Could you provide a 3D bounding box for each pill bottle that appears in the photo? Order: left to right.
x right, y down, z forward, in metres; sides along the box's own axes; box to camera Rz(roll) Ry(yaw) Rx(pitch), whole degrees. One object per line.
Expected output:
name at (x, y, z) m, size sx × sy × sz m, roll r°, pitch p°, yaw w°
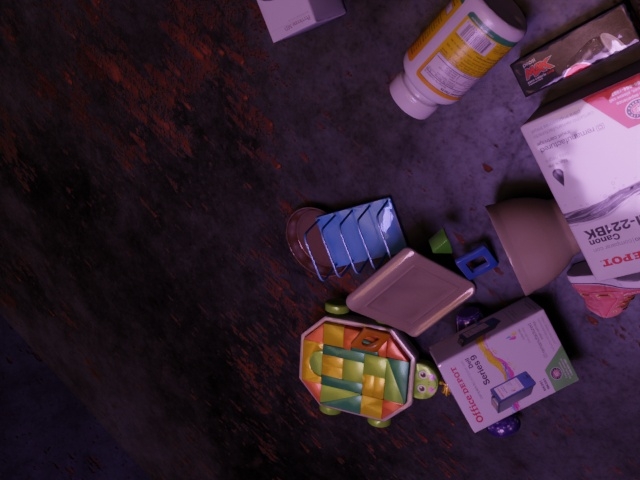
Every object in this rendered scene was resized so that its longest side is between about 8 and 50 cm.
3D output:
pill bottle at (0.204, -0.288, 0.900) m, size 0.118 × 0.117 × 0.208 m, roll 48°, pitch 133°, yaw 3°

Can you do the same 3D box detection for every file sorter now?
file sorter at (0.069, 0.002, 1.154) m, size 0.170 × 0.104 × 0.118 m, roll -14°, pitch 106°, yaw 27°

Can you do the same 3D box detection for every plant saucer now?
plant saucer at (0.000, 0.000, 1.280) m, size 0.168 × 0.029 × 0.169 m, roll 18°, pitch 124°, yaw 28°

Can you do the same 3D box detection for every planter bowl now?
planter bowl at (0.352, -0.005, 0.946) m, size 0.109 × 0.162 × 0.162 m, roll -25°, pitch 100°, yaw 16°

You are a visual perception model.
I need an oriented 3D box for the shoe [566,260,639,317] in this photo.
shoe at (0.480, 0.077, 0.919) m, size 0.081 × 0.063 × 0.178 m, roll 56°, pitch 161°, yaw -10°

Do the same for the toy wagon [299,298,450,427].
toy wagon at (0.119, 0.280, 1.279) m, size 0.344 × 0.068 × 0.268 m, roll 8°, pitch 105°, yaw 22°

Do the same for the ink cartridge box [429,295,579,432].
ink cartridge box at (0.328, 0.224, 1.053) m, size 0.212 × 0.093 × 0.154 m, roll -28°, pitch 99°, yaw 6°

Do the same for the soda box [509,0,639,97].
soda box at (0.366, -0.273, 0.833) m, size 0.168 × 0.053 × 0.060 m, roll -23°, pitch 100°, yaw 43°

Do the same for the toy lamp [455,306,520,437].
toy lamp at (0.332, 0.260, 1.156) m, size 0.080 × 0.080 × 0.275 m, roll -8°, pitch 113°, yaw 39°

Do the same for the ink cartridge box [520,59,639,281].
ink cartridge box at (0.447, -0.098, 0.833) m, size 0.196 × 0.114 × 0.273 m, roll -22°, pitch 102°, yaw 42°

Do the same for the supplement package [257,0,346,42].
supplement package at (-0.050, -0.453, 0.999) m, size 0.105 × 0.105 × 0.180 m, roll -10°, pitch 109°, yaw 39°

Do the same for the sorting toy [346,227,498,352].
sorting toy at (0.172, 0.098, 1.127) m, size 0.195 × 0.047 × 0.347 m, roll 28°, pitch 122°, yaw -31°
